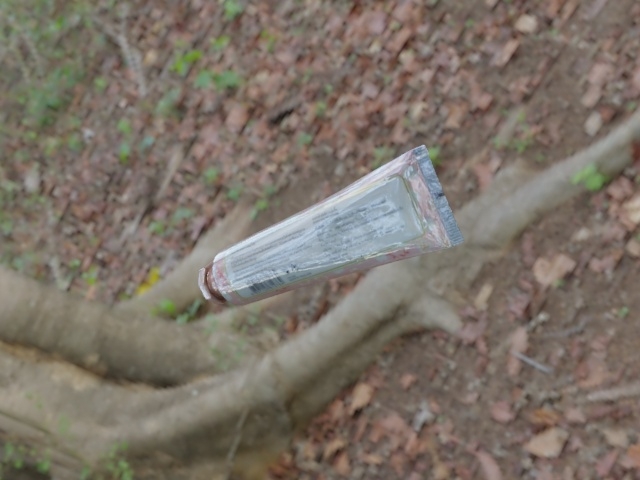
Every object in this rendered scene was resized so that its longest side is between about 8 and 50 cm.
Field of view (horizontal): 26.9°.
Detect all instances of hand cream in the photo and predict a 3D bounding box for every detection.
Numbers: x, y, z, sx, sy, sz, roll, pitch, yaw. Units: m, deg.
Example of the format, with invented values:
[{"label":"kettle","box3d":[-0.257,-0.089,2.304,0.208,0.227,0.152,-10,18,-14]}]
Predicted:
[{"label":"hand cream","box3d":[0.000,0.000,0.901,0.210,0.067,0.043,-21,0,37]}]
